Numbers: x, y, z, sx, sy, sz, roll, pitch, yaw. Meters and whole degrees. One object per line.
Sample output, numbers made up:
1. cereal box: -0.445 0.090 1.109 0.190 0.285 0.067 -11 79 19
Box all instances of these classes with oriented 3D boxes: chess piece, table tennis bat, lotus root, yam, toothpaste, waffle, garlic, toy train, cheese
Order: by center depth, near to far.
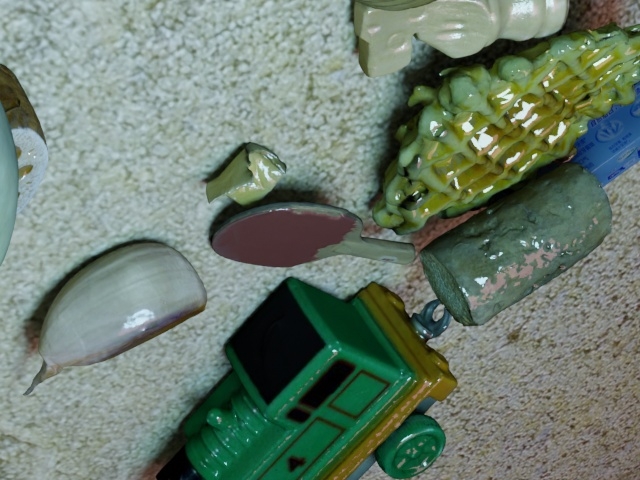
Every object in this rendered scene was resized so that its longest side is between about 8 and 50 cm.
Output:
1. lotus root: -0.272 -0.074 1.354 0.112 0.081 0.122 -30 148 -26
2. chess piece: 0.122 -0.211 1.574 0.200 0.090 0.090 -16 142 -20
3. cheese: -0.075 -0.058 1.594 0.060 0.041 0.084 -44 168 21
4. garlic: -0.199 0.077 1.606 0.198 0.090 0.128 -33 160 -16
5. table tennis bat: 0.000 0.000 1.699 0.234 0.022 0.131 8 151 -36
6. waffle: 0.191 -0.120 1.717 0.297 0.073 0.317 -21 158 -26
7. yam: 0.210 0.002 1.794 0.194 0.107 0.107 -32 147 -9
8. toy train: -0.029 0.207 1.859 0.429 0.178 0.249 -47 137 12
9. toothpaste: 0.316 -0.103 1.901 0.272 0.066 0.053 -36 149 -3

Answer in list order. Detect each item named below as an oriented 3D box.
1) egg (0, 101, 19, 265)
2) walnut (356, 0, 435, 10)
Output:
1. egg: -0.342 -0.059 1.126 0.258 0.258 0.352 -35 152 -5
2. walnut: 0.068 -0.302 1.258 0.282 0.227 0.283 -14 144 -10
